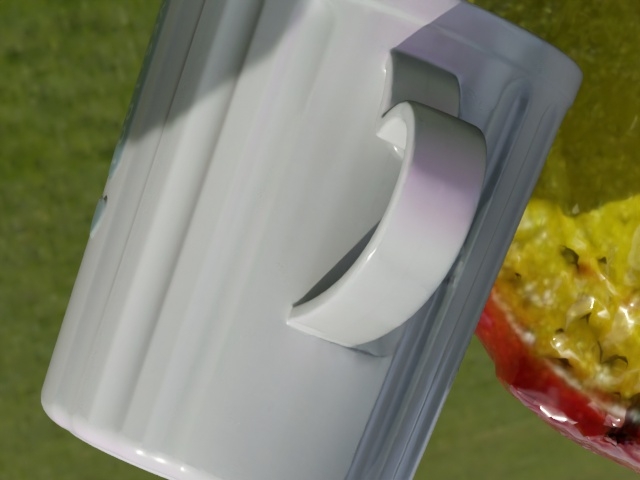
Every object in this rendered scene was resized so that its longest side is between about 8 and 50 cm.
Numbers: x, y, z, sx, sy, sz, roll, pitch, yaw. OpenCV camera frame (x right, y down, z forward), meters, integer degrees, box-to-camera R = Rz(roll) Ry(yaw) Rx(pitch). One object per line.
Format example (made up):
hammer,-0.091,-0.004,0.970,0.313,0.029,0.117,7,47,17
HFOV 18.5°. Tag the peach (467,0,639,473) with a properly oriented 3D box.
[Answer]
peach,0.251,-0.073,0.933,0.335,0.406,0.310,17,-177,42

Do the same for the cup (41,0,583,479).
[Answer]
cup,-0.014,-0.005,0.745,0.167,0.202,0.221,20,178,14
